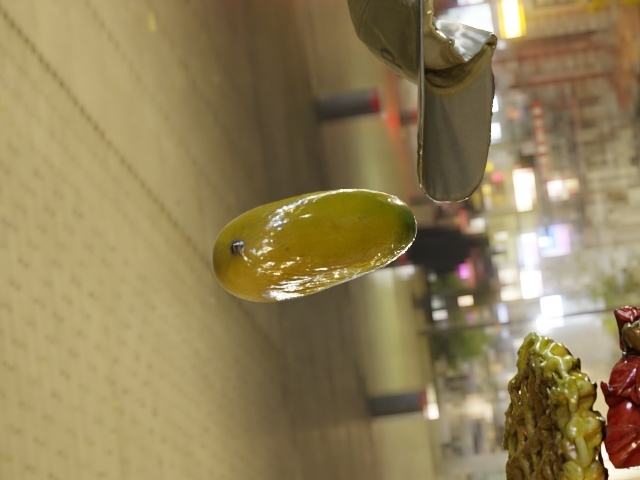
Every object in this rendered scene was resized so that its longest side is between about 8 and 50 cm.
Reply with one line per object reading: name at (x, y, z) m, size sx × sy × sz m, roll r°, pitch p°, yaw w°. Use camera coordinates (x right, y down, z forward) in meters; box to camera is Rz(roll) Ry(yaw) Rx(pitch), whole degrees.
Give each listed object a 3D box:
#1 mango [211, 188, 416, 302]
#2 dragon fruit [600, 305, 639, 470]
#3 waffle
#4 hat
mango at (0.001, -0.002, 1.746) m, size 0.091 × 0.237 × 0.137 m, roll 67°, pitch -25°, yaw 11°
dragon fruit at (0.368, 0.147, 1.840) m, size 0.092 × 0.122 × 0.192 m, roll -32°, pitch -132°, yaw 48°
waffle at (0.224, 0.212, 1.739) m, size 0.238 × 0.059 × 0.243 m, roll -119°, pitch -150°, yaw -67°
hat at (0.084, -0.170, 1.752) m, size 0.214 × 0.149 × 0.244 m, roll 38°, pitch 66°, yaw -59°
